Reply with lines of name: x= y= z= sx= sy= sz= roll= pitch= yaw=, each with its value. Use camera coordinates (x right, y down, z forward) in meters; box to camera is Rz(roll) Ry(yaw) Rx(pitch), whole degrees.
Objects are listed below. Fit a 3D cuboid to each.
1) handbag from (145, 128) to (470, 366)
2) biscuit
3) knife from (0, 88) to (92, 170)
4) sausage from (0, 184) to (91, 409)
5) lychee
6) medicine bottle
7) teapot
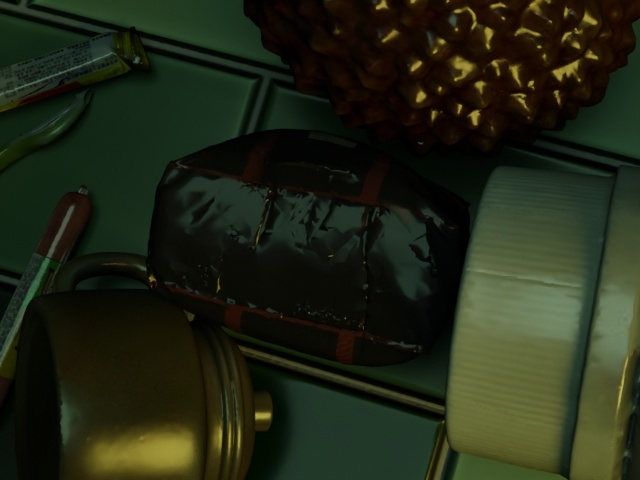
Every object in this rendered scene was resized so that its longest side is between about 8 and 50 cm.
handbag: x=0.000 y=0.000 z=0.838 sx=0.215 sy=0.169 sz=0.155 roll=14 pitch=96 yaw=7
biscuit: x=-0.283 y=-0.118 z=0.957 sx=0.292 sy=0.026 sz=0.048 roll=-17 pitch=55 yaw=4
knife: x=-0.260 y=-0.067 z=0.952 sx=0.184 sy=0.022 sz=0.026 roll=-35 pitch=52 yaw=-1
sausage: x=-0.235 y=0.057 z=0.924 sx=0.029 sy=0.029 sz=0.223 roll=23 pitch=84 yaw=10
lychee: x=0.088 y=-0.221 z=0.804 sx=0.306 sy=0.306 sz=0.330 roll=-45 pitch=105 yaw=-3
medicine bottle: x=0.250 y=0.068 z=0.758 sx=0.306 sy=0.245 sz=0.245 roll=8 pitch=81 yaw=15
teapot: x=-0.123 y=0.117 z=0.839 sx=0.175 sy=0.185 sz=0.267 roll=2 pitch=52 yaw=-26
